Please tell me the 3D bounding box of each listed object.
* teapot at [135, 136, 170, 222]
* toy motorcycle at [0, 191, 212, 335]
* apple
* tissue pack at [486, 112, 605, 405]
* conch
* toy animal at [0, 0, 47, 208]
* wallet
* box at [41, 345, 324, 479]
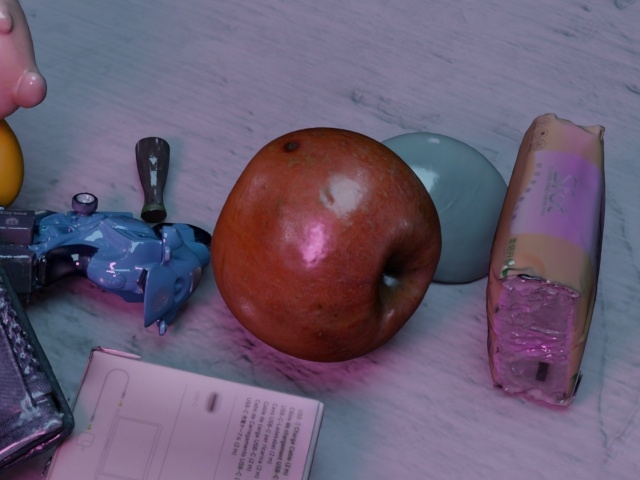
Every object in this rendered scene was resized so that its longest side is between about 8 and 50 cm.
[{"bbox_3d":[-0.199,-0.069,1.804,0.042,0.043,0.111,2,54,-8],"label":"teapot"},{"bbox_3d":[-0.247,0.024,1.675,0.272,0.124,0.182,1,29,-11],"label":"toy motorcycle"},{"bbox_3d":[0.000,0.000,1.641,0.253,0.253,0.253,5,50,-6],"label":"apple"},{"bbox_3d":[0.251,0.021,1.696,0.123,0.215,0.257,7,48,10],"label":"tissue pack"},{"bbox_3d":[0.138,-0.040,1.800,0.221,0.121,0.185,0,80,-16],"label":"conch"},{"bbox_3d":[-0.457,-0.144,1.657,0.247,0.345,0.278,-20,89,-36],"label":"toy animal"},{"bbox_3d":[-0.405,0.124,1.546,0.237,0.075,0.342,-32,56,0],"label":"wallet"},{"bbox_3d":[-0.139,0.236,1.513,0.251,0.106,0.203,12,49,2],"label":"box"}]
